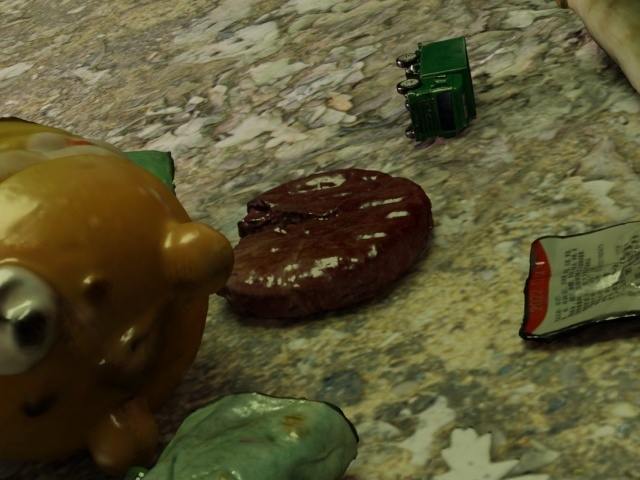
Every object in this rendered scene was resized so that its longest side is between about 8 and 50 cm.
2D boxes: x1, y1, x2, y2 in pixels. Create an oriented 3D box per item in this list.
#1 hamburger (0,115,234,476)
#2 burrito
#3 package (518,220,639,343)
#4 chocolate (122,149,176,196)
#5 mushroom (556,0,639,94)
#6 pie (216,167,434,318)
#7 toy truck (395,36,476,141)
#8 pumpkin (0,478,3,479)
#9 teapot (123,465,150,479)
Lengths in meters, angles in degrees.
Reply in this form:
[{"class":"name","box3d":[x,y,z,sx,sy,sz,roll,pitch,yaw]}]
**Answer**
[{"class":"hamburger","box3d":[-0.207,0.051,0.987,0.237,0.276,0.276,24,48,39]},{"class":"burrito","box3d":[-0.080,0.186,0.826,0.144,0.089,0.229,-5,27,28]},{"class":"package","box3d":[0.270,0.017,0.990,0.232,0.040,0.166,-16,23,21]},{"class":"chocolate","box3d":[-0.286,-0.037,1.247,0.291,0.110,0.110,-2,23,-17]},{"class":"mushroom","box3d":[0.340,-0.219,1.340,0.107,0.087,0.333,-21,30,2]},{"class":"pie","box3d":[0.000,0.000,1.164,0.204,0.054,0.218,-1,29,31]},{"class":"toy truck","box3d":[0.124,-0.161,1.378,0.079,0.065,0.147,-9,26,10]},{"class":"pumpkin","box3d":[-0.270,0.224,0.775,0.224,0.157,0.223,-32,20,13]},{"class":"teapot","box3d":[-0.149,0.198,0.891,0.043,0.042,0.110,-2,28,29]}]
